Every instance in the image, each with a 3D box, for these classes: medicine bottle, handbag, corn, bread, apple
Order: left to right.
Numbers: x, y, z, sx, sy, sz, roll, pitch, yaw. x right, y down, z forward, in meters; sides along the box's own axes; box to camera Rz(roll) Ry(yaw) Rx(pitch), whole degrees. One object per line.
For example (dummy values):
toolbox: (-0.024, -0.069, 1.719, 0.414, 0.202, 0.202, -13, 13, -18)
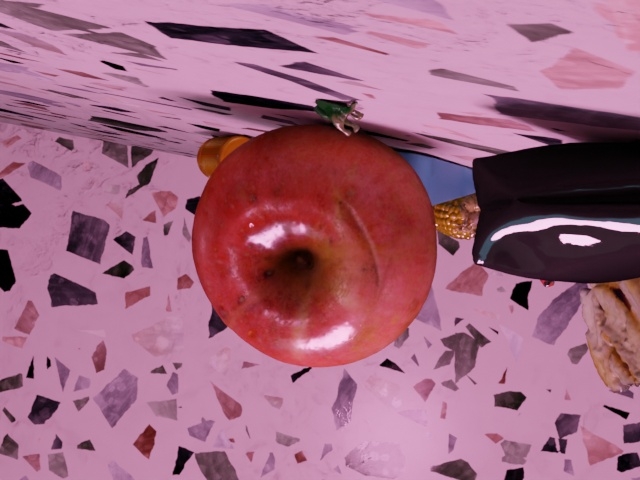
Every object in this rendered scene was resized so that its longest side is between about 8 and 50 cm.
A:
medicine bottle: (-0.186, -0.166, 2.131, 0.096, 0.096, 0.192, 10, 180, -21)
apple: (0.000, 0.000, 1.542, 0.364, 0.364, 0.364, 11, -179, 0)
corn: (0.217, -0.068, 1.951, 0.091, 0.091, 0.260, -8, -161, -26)
handbag: (0.340, -0.034, 1.069, 0.288, 0.152, 0.342, -3, 176, 36)
bread: (0.556, 0.068, 1.577, 0.239, 0.264, 0.395, -16, 172, -10)

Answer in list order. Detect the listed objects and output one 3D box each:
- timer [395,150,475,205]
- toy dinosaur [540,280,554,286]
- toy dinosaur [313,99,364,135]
timer: (0.144, -0.126, 1.838, 0.232, 0.091, 0.250, 10, -167, 35)
toy dinosaur: (0.332, -0.014, 1.343, 0.139, 0.070, 0.286, 15, -144, -8)
toy dinosaur: (0.021, -0.152, 1.230, 0.060, 0.029, 0.119, 27, 177, -6)
